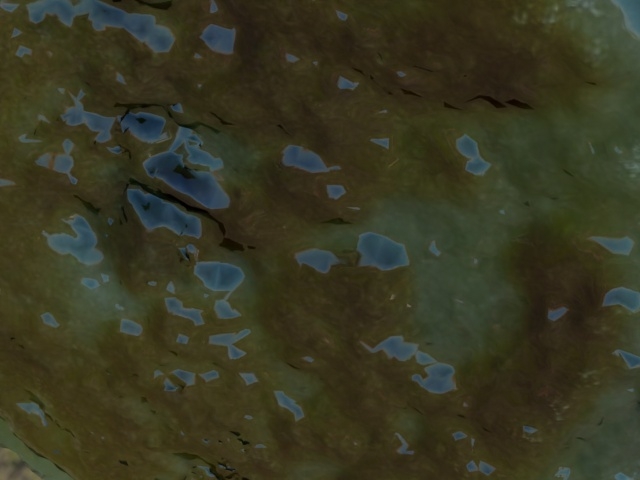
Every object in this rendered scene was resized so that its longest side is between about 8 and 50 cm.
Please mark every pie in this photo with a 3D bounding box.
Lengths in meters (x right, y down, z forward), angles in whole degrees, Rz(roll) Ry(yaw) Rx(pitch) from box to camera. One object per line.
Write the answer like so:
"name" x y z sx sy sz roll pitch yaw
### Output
"pie" -0.002 -0.006 0.542 0.302 0.302 0.067 32 42 -6
